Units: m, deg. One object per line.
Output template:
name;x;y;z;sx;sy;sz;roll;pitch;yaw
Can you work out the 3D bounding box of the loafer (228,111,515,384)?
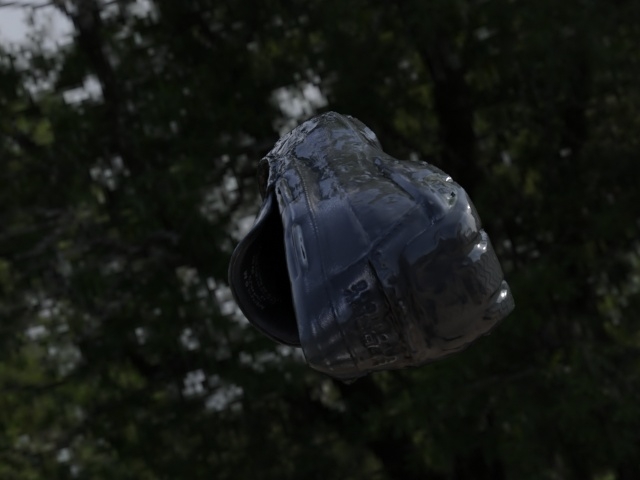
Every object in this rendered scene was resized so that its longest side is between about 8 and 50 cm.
loafer;0.000;0.000;0.575;0.078;0.076;0.223;-26;15;-7
